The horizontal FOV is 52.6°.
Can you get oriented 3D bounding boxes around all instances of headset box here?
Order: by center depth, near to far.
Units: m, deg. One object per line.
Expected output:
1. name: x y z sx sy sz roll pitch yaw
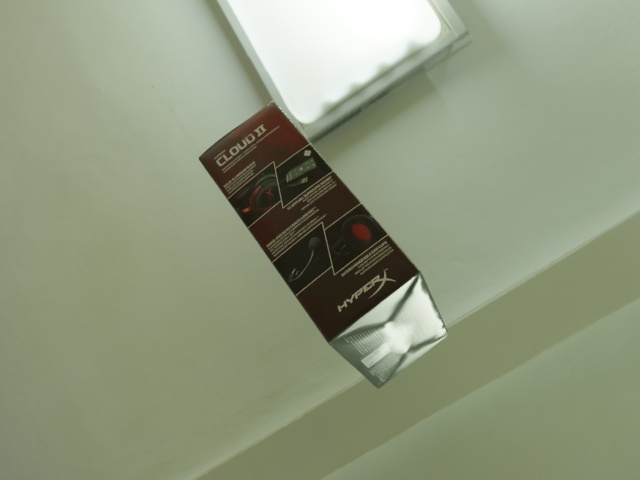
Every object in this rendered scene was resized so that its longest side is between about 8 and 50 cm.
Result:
1. headset box: 0.000 0.000 0.727 0.110 0.218 0.293 -38 -120 -1
